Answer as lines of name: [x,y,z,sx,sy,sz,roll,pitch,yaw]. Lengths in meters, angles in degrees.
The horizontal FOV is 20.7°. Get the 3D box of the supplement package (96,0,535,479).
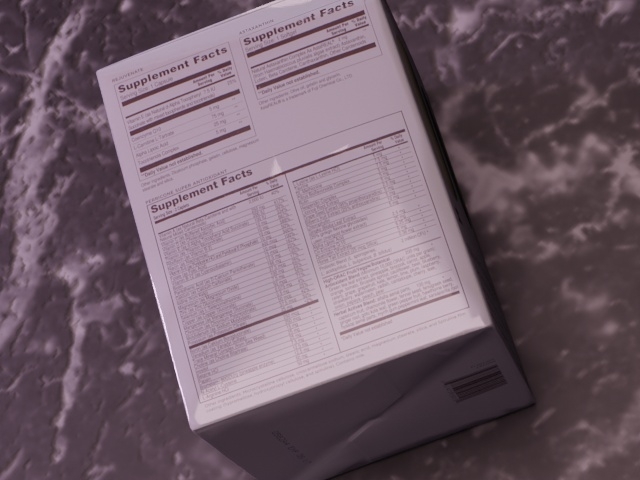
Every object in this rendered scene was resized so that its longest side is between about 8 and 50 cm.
supplement package: [0.000,0.000,1.180,0.198,0.199,0.262,-20,67,7]
